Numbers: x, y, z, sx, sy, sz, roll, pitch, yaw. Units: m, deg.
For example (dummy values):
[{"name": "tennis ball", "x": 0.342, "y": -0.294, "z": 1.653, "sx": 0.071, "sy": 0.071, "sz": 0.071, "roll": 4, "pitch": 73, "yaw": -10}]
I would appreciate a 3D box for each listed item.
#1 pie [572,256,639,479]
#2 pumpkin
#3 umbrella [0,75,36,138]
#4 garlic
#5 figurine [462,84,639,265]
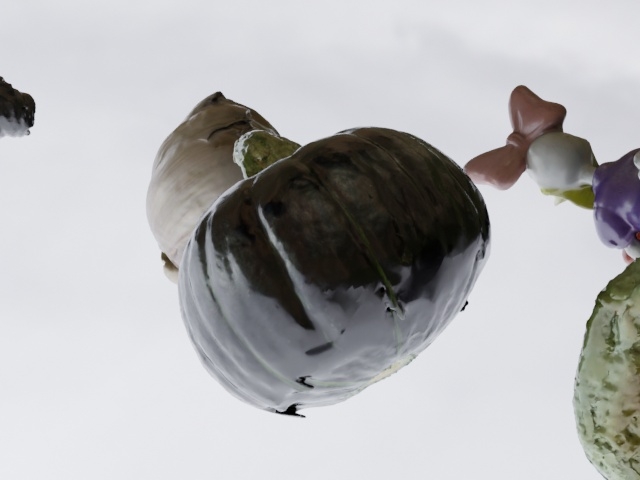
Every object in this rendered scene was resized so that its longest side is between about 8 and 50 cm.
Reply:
[{"name": "pie", "x": 0.343, "y": 0.106, "z": 0.922, "sx": 0.302, "sy": 0.302, "sz": 0.067, "roll": 12, "pitch": -160, "yaw": -18}, {"name": "pumpkin", "x": 0.000, "y": 0.000, "z": 1.027, "sx": 0.296, "sy": 0.296, "sz": 0.296, "roll": 16, "pitch": -156, "yaw": -8}, {"name": "umbrella", "x": -0.522, "y": -0.179, "z": 1.430, "sx": 0.326, "sy": 0.090, "sz": 0.094, "roll": 4, "pitch": -131, "yaw": -32}, {"name": "garlic", "x": -0.110, "y": -0.046, "z": 1.623, "sx": 0.241, "sy": 0.322, "sz": 0.322, "roll": -14, "pitch": -174, "yaw": 31}, {"name": "figurine", "x": 0.364, "y": -0.052, "z": 1.312, "sx": 0.421, "sy": 0.154, "sz": 0.193, "roll": 26, "pitch": 169, "yaw": 49}]
